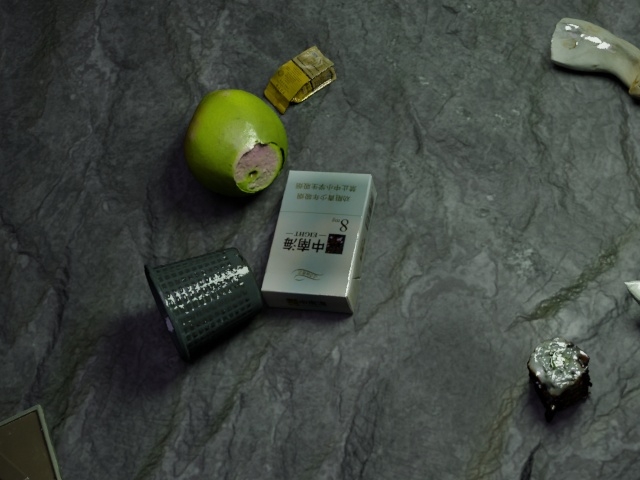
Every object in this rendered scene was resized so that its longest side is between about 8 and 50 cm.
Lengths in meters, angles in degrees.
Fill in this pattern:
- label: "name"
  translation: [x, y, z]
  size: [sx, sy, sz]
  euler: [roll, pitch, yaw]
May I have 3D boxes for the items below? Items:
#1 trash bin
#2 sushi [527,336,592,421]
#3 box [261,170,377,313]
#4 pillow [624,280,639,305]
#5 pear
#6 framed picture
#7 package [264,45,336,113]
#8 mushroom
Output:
- label: "trash bin"
  translation: [-0.189, 0.091, 1.880]
  size: [0.161, 0.175, 0.175]
  euler: [-23, 57, -14]
- label: "sushi"
  translation: [0.356, 0.205, 1.715]
  size: [0.098, 0.084, 0.094]
  euler: [-33, 56, -10]
- label: "box"
  translation: [0.000, 0.000, 1.932]
  size: [0.155, 0.067, 0.242]
  euler: [4, 62, 18]
- label: "pillow"
  translation: [0.563, 0.149, 1.690]
  size: [0.144, 0.078, 0.254]
  euler: [-8, 56, -18]
- label: "pear"
  translation: [-0.159, -0.176, 2.015]
  size: [0.187, 0.187, 0.220]
  euler: [-41, 46, -11]
- label: "framed picture"
  translation: [-0.501, 0.386, 1.863]
  size: [0.150, 0.015, 0.203]
  euler: [-26, 58, -1]
- label: "package"
  translation: [-0.040, -0.302, 2.126]
  size: [0.131, 0.047, 0.071]
  euler: [-33, 61, -8]
- label: "mushroom"
  translation: [0.508, -0.316, 1.982]
  size: [0.223, 0.081, 0.092]
  euler: [32, 54, 25]
